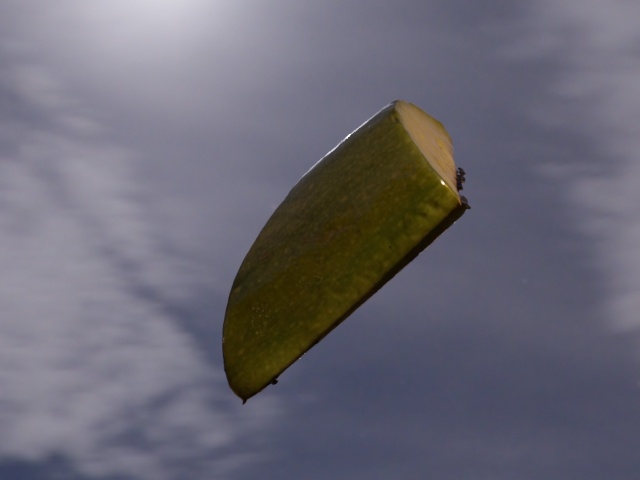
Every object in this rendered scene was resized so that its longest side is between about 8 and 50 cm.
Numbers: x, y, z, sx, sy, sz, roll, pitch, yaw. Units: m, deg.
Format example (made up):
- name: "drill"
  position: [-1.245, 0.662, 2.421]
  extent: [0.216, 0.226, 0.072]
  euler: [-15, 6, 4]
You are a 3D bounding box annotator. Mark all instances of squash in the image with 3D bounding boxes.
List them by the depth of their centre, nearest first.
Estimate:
- name: "squash"
  position: [0.000, 0.000, 1.225]
  extent: [0.093, 0.169, 0.252]
  euler: [43, -73, -14]
